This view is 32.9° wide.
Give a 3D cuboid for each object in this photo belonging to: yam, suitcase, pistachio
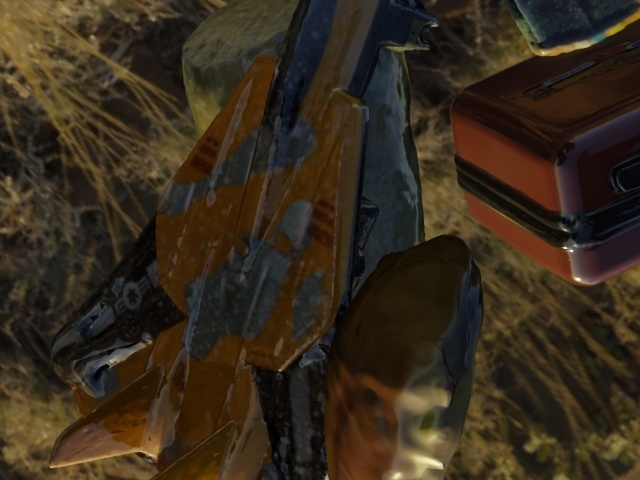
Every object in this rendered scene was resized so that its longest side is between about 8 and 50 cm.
[{"bbox_3d":[0.000,0.000,0.650,0.133,0.133,0.330,-20,110,-35],"label":"yam"},{"bbox_3d":[0.292,-0.100,1.029,0.297,0.236,0.161,-24,118,-14],"label":"suitcase"},{"bbox_3d":[0.024,0.065,0.410,0.089,0.049,0.173,-77,177,-51],"label":"pistachio"}]

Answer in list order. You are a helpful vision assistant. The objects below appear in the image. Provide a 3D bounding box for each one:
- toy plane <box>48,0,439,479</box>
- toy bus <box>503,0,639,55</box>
[{"bbox_3d":[-0.014,-0.017,0.487,0.103,0.204,0.316,12,106,-55],"label":"toy plane"},{"bbox_3d":[0.109,-0.273,0.542,0.194,0.162,0.323,-27,124,20],"label":"toy bus"}]
